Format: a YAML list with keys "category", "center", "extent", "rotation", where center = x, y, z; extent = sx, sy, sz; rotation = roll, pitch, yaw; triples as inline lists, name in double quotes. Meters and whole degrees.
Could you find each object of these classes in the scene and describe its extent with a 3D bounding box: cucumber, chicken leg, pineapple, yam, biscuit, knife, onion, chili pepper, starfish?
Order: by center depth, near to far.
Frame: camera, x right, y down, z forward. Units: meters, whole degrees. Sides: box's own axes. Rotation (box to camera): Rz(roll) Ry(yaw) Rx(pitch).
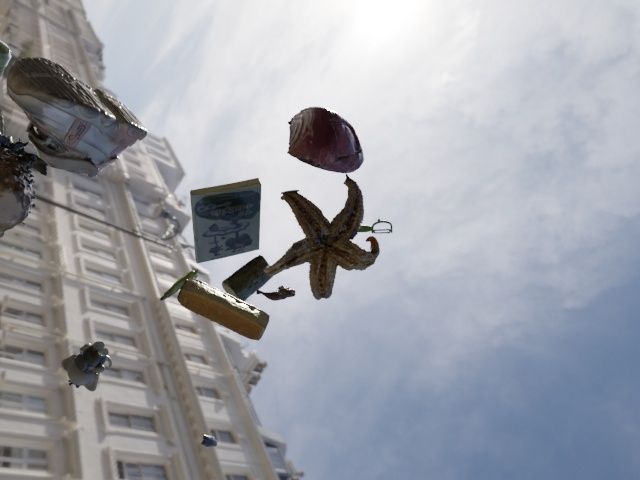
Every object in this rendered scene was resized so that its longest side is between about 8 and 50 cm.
- category: "pineapple"
  center: [-0.636, -0.139, 1.122]
  extent: [0.141, 0.170, 0.310]
  rotation: [-63, -145, 24]
- category: "biscuit"
  center: [-0.193, 0.136, 1.135]
  extent: [0.052, 0.188, 0.056]
  rotation: [-63, -179, 27]
- category: "starfish"
  center: [-0.003, -0.001, 1.420]
  extent: [0.312, 0.303, 0.113]
  rotation: [-33, -164, 0]
- category: "onion"
  center: [0.033, -0.317, 1.674]
  extent: [0.250, 0.247, 0.111]
  rotation: [-92, -157, -48]
- category: "cucumber"
  center: [-0.345, 0.628, 1.762]
  extent: [0.135, 0.034, 0.033]
  rotation: [93, 18, -70]
- category: "knife"
  center: [0.142, -0.048, 1.931]
  extent: [0.212, 0.015, 0.054]
  rotation: [-2, -105, 16]
- category: "chicken leg"
  center: [-0.151, 0.184, 1.963]
  extent: [0.062, 0.145, 0.037]
  rotation: [55, -43, 36]
- category: "yam"
  center: [-0.254, 0.135, 2.047]
  extent: [0.194, 0.107, 0.107]
  rotation: [-39, -152, -28]
- category: "chili pepper"
  center: [-0.572, 0.183, 2.275]
  extent: [0.049, 0.043, 0.208]
  rotation: [18, -134, 36]

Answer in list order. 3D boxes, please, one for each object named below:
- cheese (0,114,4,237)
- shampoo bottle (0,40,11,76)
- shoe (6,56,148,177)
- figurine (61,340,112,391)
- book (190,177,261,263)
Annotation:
- category: "cheese"
  center: [-1.068, -0.209, 1.845]
  extent: [0.085, 0.034, 0.400]
  rotation: [4, -85, 29]
- category: "shampoo bottle"
  center: [-0.757, -0.383, 1.238]
  extent: [0.234, 0.118, 0.087]
  rotation: [-52, -121, 24]
- category: "shoe"
  center: [-0.549, -0.244, 1.242]
  extent: [0.198, 0.351, 0.172]
  rotation: [-47, -111, 8]
- category: "figurine"
  center: [-0.750, 0.404, 1.817]
  extent: [0.147, 0.126, 0.192]
  rotation: [46, -71, 7]
- category: "book"
  center: [-0.351, -0.065, 2.123]
  extent: [0.371, 0.260, 0.043]
  rotation: [98, -28, -47]
